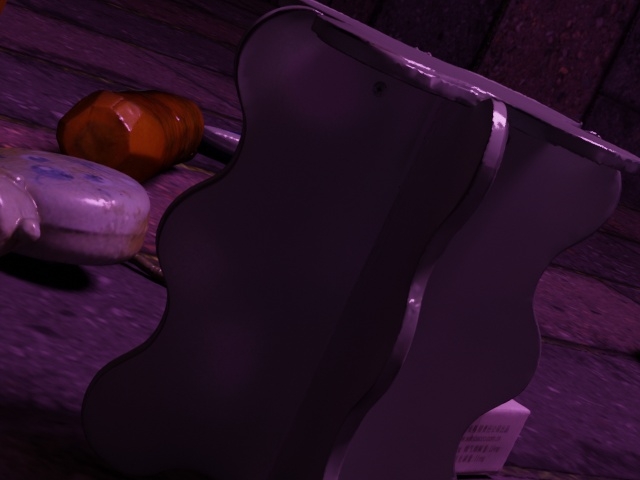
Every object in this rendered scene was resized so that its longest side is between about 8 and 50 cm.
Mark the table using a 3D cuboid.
[{"bbox_3d":[0.012,0.024,0.771,0.166,0.198,0.166,24,9,-4],"label":"table"}]

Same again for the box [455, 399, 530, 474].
[{"bbox_3d":[0.026,0.077,0.987,0.100,0.048,0.152,29,8,31],"label":"box"}]

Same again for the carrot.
[{"bbox_3d":[-0.127,-0.074,1.373,0.070,0.070,0.260,26,7,2],"label":"carrot"}]

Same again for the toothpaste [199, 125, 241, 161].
[{"bbox_3d":[-0.028,-0.062,1.651,0.197,0.035,0.057,21,-6,-17],"label":"toothpaste"}]

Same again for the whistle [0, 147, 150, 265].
[{"bbox_3d":[-0.159,-0.009,0.983,0.104,0.057,0.198,17,13,19],"label":"whistle"}]

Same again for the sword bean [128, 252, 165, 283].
[{"bbox_3d":[-0.075,0.026,1.111,0.083,0.012,0.012,27,10,7],"label":"sword bean"}]

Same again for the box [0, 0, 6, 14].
[{"bbox_3d":[-0.310,-0.179,1.199,0.237,0.152,0.070,27,9,8],"label":"box"}]
